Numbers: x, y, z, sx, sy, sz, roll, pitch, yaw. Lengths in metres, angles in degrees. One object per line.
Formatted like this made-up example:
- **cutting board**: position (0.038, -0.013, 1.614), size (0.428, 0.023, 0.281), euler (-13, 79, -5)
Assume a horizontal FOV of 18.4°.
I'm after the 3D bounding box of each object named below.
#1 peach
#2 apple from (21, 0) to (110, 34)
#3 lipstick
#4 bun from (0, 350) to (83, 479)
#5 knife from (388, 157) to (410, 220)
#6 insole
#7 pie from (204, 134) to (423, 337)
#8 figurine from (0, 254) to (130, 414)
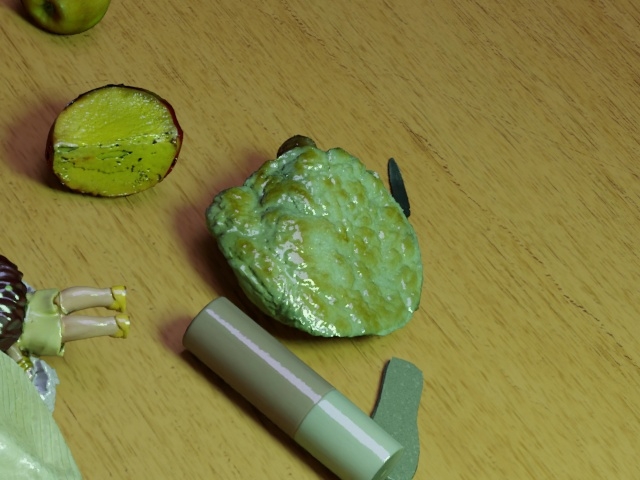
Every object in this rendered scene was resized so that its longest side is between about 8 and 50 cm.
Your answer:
- **peach**: position (-0.239, -0.104, 2.241), size (0.172, 0.092, 0.127), euler (-30, 58, -35)
- **apple**: position (-0.315, -0.307, 2.427), size (0.114, 0.099, 0.102), euler (28, 40, -4)
- **lipstick**: position (-0.030, 0.163, 2.069), size (0.254, 0.070, 0.070), euler (39, 39, 15)
- **bun**: position (-0.317, 0.191, 1.794), size (0.231, 0.133, 0.231), euler (56, 5, -7)
- **knife**: position (0.099, -0.050, 2.445), size (0.023, 0.010, 0.170), euler (12, 38, -18)
- **insole**: position (0.083, 0.195, 2.147), size (0.063, 0.010, 0.192), euler (22, 37, -8)
- **pie**: position (0.005, 0.007, 2.249), size (0.257, 0.105, 0.274), euler (43, 40, 6)
- **figurine**: position (-0.314, 0.076, 1.963), size (0.240, 0.116, 0.175), euler (9, 41, -23)
